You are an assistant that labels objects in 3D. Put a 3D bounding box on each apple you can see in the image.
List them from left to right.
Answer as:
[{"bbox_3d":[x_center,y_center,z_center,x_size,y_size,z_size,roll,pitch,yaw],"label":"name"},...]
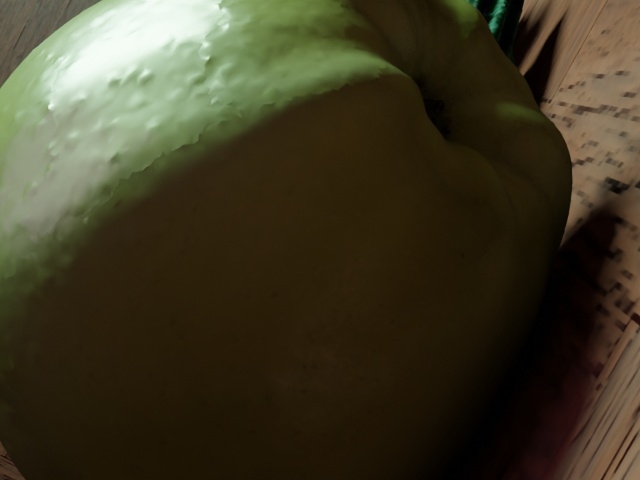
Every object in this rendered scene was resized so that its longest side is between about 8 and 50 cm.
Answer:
[{"bbox_3d":[-0.022,0.004,0.525,0.200,0.200,0.200,-61,4,7],"label":"apple"}]

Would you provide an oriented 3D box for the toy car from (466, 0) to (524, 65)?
[{"bbox_3d":[0.000,0.000,0.850,0.321,0.097,0.141,-59,5,36],"label":"toy car"}]
